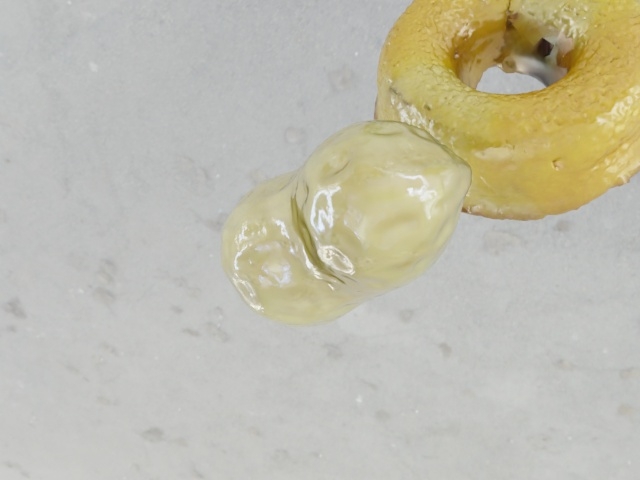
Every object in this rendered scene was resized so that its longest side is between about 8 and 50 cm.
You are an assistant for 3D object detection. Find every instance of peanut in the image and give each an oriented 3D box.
[{"bbox_3d":[0.000,0.000,0.532,0.148,0.147,0.319,36,158,-10],"label":"peanut"}]

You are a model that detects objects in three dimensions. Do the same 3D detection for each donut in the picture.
[{"bbox_3d":[0.190,-0.167,0.666,0.303,0.302,0.110,2,152,20],"label":"donut"}]
